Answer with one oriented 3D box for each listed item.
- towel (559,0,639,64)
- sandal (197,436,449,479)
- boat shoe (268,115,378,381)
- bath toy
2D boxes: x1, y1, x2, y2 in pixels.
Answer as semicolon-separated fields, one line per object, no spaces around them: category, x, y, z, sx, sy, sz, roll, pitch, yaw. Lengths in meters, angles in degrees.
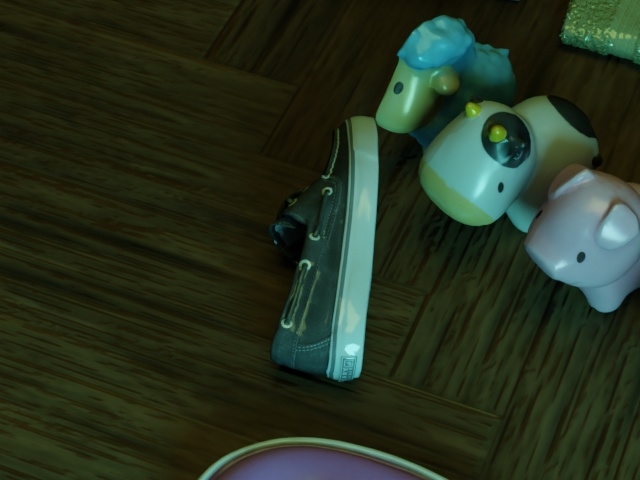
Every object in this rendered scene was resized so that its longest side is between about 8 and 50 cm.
towel;0.266;-0.203;1.510;0.110;0.027;0.148;17;49;13
sandal;0.098;0.226;1.061;0.416;0.102;0.169;32;54;24
boat shoe;0.000;0.000;1.285;0.076;0.080;0.229;6;55;0
bath toy;0.190;-0.022;1.273;0.151;0.129;0.348;-28;56;-28
